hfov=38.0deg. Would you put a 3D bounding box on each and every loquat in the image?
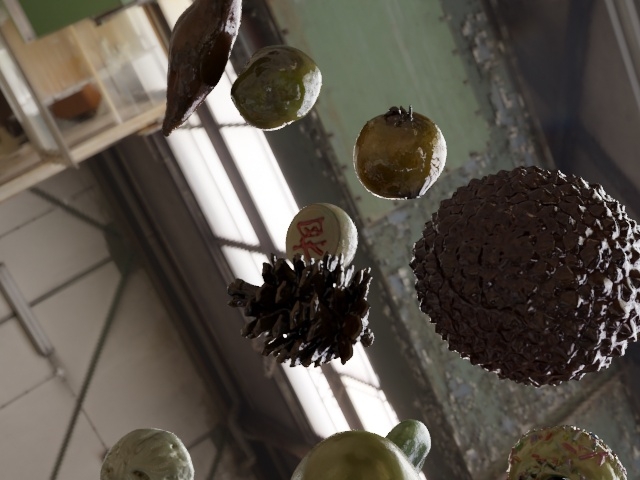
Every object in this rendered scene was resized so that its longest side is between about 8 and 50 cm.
[{"bbox_3d":[0.125,-0.136,1.470,0.163,0.163,0.137,-25,-138,-1],"label":"loquat"}]

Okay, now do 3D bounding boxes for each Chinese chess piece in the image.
[{"bbox_3d":[0.000,0.000,1.487,0.122,0.122,0.051,-11,163,34],"label":"Chinese chess piece"}]

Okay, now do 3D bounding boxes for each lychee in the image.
[{"bbox_3d":[0.250,0.043,1.089,0.300,0.264,0.264,13,169,-41],"label":"lychee"}]

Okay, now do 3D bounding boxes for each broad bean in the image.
[{"bbox_3d":[0.149,0.464,1.891,0.169,0.228,0.100,-21,-129,-43],"label":"broad bean"}]

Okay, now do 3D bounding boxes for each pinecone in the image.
[{"bbox_3d":[-0.028,0.100,1.344,0.213,0.168,0.185,-1,173,-4],"label":"pinecone"}]

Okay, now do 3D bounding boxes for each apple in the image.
[{"bbox_3d":[0.059,0.454,1.555,0.262,0.262,0.262,-22,-161,8],"label":"apple"}]

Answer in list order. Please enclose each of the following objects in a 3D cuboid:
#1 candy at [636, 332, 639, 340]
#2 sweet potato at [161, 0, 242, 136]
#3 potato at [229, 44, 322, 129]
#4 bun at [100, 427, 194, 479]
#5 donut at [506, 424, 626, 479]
[{"bbox_3d":[0.373,0.094,1.211,0.046,0.053,0.182,2,-173,-32],"label":"candy"},{"bbox_3d":[-0.201,-0.343,1.592,0.112,0.112,0.359,-113,-135,-71],"label":"sweet potato"},{"bbox_3d":[-0.074,-0.261,1.608,0.154,0.137,0.200,-59,-176,10],"label":"potato"},{"bbox_3d":[-0.339,0.445,1.789,0.183,0.183,0.102,-27,165,-8],"label":"bun"},{"bbox_3d":[0.339,0.340,1.292,0.175,0.174,0.068,-12,-160,33],"label":"donut"}]
